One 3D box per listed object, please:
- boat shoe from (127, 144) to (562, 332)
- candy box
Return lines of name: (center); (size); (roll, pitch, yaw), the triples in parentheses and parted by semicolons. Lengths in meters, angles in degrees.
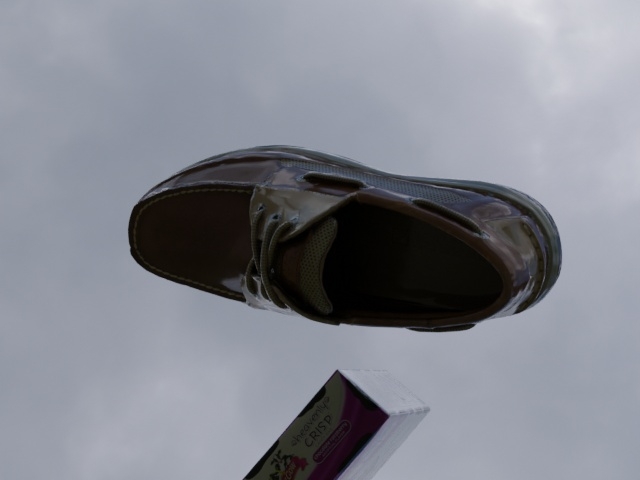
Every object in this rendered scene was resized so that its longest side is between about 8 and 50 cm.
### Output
boat shoe: (0.000, 0.000, 0.779); (0.324, 0.116, 0.123); (2, -77, 22)
candy box: (0.018, 0.208, 1.111); (0.071, 0.233, 0.159); (41, -86, 16)
